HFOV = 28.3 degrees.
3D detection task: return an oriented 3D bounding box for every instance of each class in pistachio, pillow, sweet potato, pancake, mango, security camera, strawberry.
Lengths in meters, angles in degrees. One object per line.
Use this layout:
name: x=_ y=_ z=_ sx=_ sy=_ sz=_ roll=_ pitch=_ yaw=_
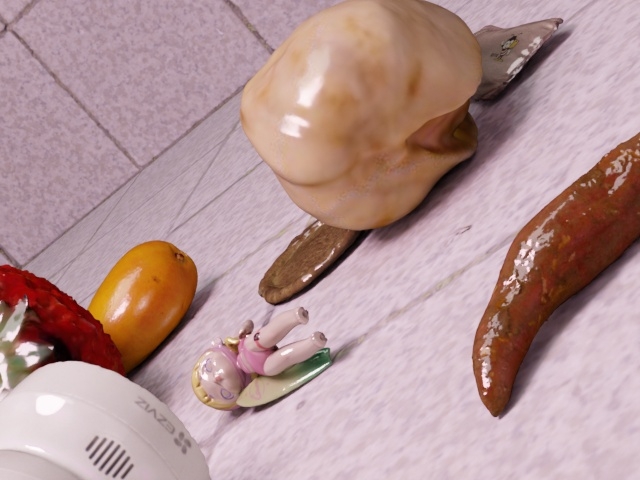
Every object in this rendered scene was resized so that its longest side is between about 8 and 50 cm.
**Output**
pistachio: x=0.050 y=-0.142 z=1.310 sx=0.321 sy=0.238 sz=0.229 roll=-45 pitch=-32 yaw=-52
pillow: x=0.196 y=-0.211 z=1.495 sx=0.130 sy=0.038 sz=0.232 roll=-47 pitch=16 yaw=-8
sweet potato: x=0.171 y=0.008 z=0.861 sx=0.255 sy=0.058 sz=0.078 roll=-49 pitch=35 yaw=-12
pancake: x=0.001 y=0.001 z=1.424 sx=0.199 sy=0.021 sz=0.199 roll=-41 pitch=13 yaw=11
mango: x=-0.244 y=0.099 z=1.638 sx=0.219 sy=0.112 sz=0.145 roll=-58 pitch=18 yaw=-15
security camera: x=-0.212 y=0.231 z=0.952 sx=0.194 sy=0.194 sz=0.236 roll=-29 pitch=19 yaw=43
strawberry: x=-0.354 y=0.170 z=1.397 sx=0.292 sy=0.292 sz=0.310 roll=-46 pitch=-12 yaw=-16

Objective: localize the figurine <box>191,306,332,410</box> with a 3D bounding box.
figurine: x=-0.053 y=0.108 z=1.157 sx=0.187 sy=0.083 sz=0.083 roll=-37 pitch=13 yaw=46
